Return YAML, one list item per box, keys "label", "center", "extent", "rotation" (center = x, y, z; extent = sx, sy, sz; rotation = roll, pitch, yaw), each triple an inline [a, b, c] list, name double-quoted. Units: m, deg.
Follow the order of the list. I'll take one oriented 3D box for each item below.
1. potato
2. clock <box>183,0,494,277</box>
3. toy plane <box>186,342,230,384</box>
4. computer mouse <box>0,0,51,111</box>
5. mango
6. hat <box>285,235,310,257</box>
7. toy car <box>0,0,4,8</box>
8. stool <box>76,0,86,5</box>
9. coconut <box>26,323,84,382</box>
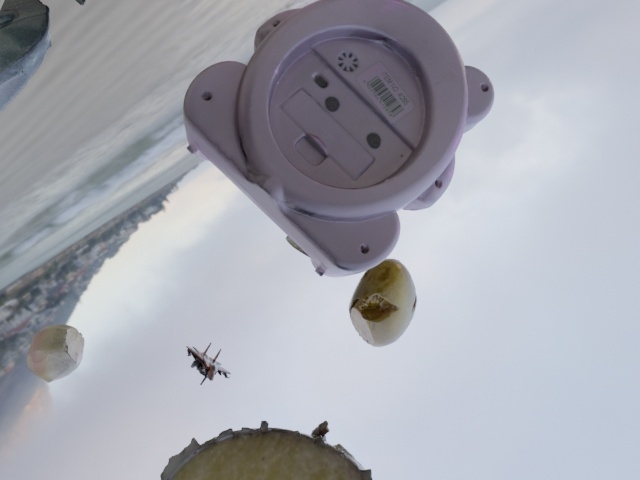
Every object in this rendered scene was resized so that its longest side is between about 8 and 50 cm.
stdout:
- label: "potato"
  center: [-0.054, 0.374, 0.577]
  extent: [0.289, 0.237, 0.300]
  rotation: [2, -114, 13]
- label: "clock"
  center: [0.035, -0.149, 0.583]
  extent: [0.322, 0.295, 0.113]
  rotation: [-47, -177, -15]
- label: "toy plane"
  center: [-0.263, 0.298, 1.124]
  extent: [0.061, 0.130, 0.189]
  rotation: [-51, -165, 1]
- label: "computer mouse"
  center: [-0.712, -0.373, 1.004]
  extent: [0.374, 0.203, 0.114]
  rotation: [-37, 161, 20]
- label: "mango"
  center: [0.135, 0.130, 1.022]
  extent: [0.167, 0.130, 0.262]
  rotation: [-51, 157, -16]
- label: "hat"
  center: [0.000, 0.000, 1.098]
  extent: [0.146, 0.146, 0.067]
  rotation: [-2, -123, 62]
- label: "toy car"
  center: [-0.526, -0.371, 0.689]
  extent: [0.257, 0.101, 0.124]
  rotation: [-32, 179, 35]
- label: "stool"
  center: [-0.530, -0.574, 0.870]
  extent: [0.270, 0.170, 0.243]
  rotation: [-37, -169, 37]
- label: "coconut"
  center: [-0.572, 0.248, 1.042]
  extent: [0.110, 0.110, 0.124]
  rotation: [-27, -128, 22]
